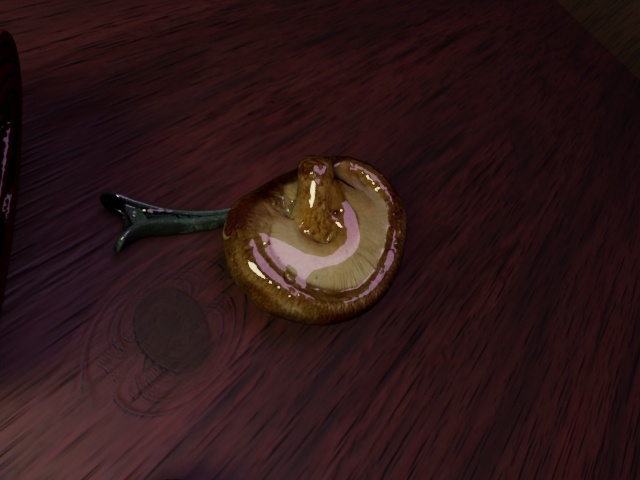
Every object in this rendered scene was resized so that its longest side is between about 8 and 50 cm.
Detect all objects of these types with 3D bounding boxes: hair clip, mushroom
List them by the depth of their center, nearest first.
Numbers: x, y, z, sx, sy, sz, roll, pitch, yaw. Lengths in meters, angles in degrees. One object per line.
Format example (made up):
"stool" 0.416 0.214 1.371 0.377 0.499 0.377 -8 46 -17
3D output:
"mushroom" -0.005 0.003 0.588 0.231 0.138 0.194 -23 91 -23
"hair clip" -0.142 -0.032 0.594 0.229 0.039 0.070 -8 66 -37

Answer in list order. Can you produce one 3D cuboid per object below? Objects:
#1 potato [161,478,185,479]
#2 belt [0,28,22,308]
"potato" -0.154 0.263 0.373 0.170 0.080 0.107 -33 81 -33
"belt" -0.314 -0.034 0.374 0.115 0.227 0.323 3 59 -24
